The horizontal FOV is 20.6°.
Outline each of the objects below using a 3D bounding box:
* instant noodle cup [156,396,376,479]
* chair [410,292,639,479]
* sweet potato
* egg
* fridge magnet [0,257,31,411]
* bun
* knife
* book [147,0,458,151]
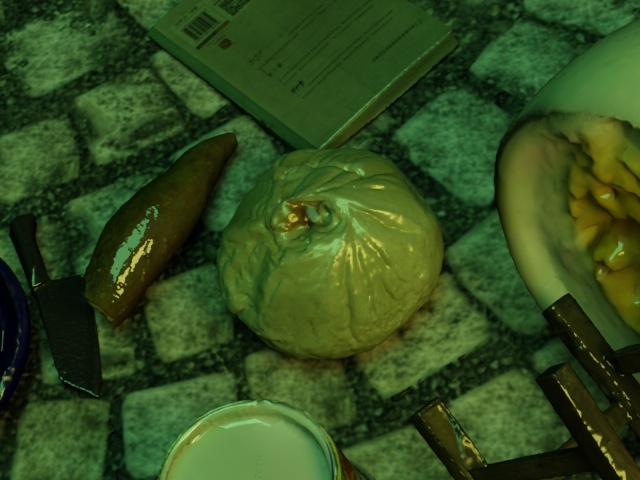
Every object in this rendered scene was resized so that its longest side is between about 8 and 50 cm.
[{"bbox_3d":[-0.044,0.240,1.502,0.205,0.153,0.205,-6,58,10],"label":"instant noodle cup"},{"bbox_3d":[0.298,0.242,1.372,0.203,0.240,0.416,-35,93,-28],"label":"chair"},{"bbox_3d":[-0.162,-0.026,1.754,0.077,0.077,0.244,22,67,26],"label":"sweet potato"},{"bbox_3d":[0.375,-0.054,1.479,0.340,0.354,0.354,-37,56,-24],"label":"egg"},{"bbox_3d":[-0.410,0.103,1.707,0.265,0.113,0.265,-7,58,11],"label":"fridge magnet"},{"bbox_3d":[0.000,0.000,1.658,0.220,0.134,0.220,-7,60,12],"label":"bun"},{"bbox_3d":[-0.257,0.063,1.753,0.060,0.028,0.230,-16,56,-12],"label":"knife"},{"bbox_3d":[-0.024,-0.219,1.876,0.215,0.025,0.282,-41,57,-12],"label":"book"}]
